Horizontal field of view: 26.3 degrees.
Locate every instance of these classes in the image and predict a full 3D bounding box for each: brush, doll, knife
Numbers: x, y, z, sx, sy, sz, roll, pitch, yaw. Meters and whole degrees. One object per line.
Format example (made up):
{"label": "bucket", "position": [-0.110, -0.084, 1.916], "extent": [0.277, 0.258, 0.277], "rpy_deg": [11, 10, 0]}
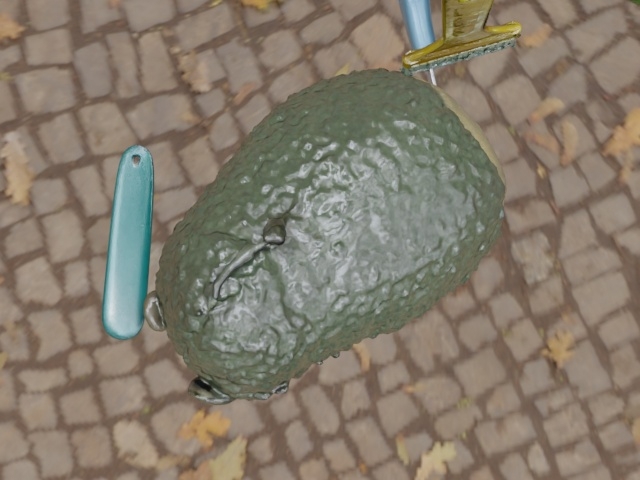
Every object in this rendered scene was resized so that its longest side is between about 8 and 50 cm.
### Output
{"label": "brush", "position": [0.090, -0.132, 0.845], "extent": [0.082, 0.218, 0.010], "rpy_deg": [-16, 86, 2]}
{"label": "doll", "position": [0.000, 0.000, 1.232], "extent": [0.349, 0.247, 0.247], "rpy_deg": [-40, 98, -30]}
{"label": "knife", "position": [0.118, -0.158, 1.417], "extent": [0.032, 0.058, 0.244], "rpy_deg": [-13, 91, -6]}
{"label": "brush", "position": [-0.189, 0.002, 1.361], "extent": [0.043, 0.032, 0.193], "rpy_deg": [4, 85, -1]}

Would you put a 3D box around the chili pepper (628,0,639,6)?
{"label": "chili pepper", "position": [0.365, -0.257, 1.268], "extent": [0.270, 0.099, 0.136], "rpy_deg": [29, 93, 6]}
